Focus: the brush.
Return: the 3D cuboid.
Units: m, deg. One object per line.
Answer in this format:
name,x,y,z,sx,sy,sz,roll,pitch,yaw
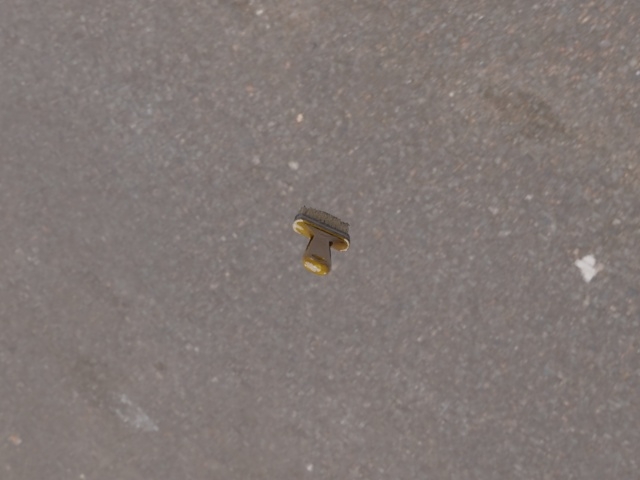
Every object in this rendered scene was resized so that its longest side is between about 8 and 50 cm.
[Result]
brush,0.000,0.000,0.589,0.043,0.170,0.014,23,100,-2
